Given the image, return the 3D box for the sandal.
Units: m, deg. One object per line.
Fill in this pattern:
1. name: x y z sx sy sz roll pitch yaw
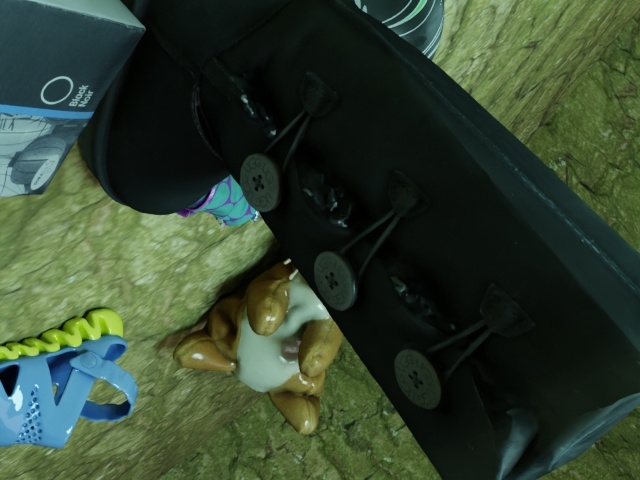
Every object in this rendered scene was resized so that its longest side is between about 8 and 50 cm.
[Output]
1. sandal: -0.341 0.191 0.830 0.317 0.138 0.126 -25 159 -47

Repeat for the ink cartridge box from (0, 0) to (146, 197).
1. ink cartridge box: -0.256 -0.091 0.368 0.165 0.065 0.333 -48 164 24

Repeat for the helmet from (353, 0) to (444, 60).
1. helmet: 0.030 -0.204 0.617 0.162 0.169 0.169 -24 159 -28

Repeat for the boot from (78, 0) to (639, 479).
1. boot: 0.000 -0.001 0.537 0.146 0.445 0.367 -34 164 -32

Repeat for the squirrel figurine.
1. squirrel figurine: -0.016 0.087 1.285 0.370 0.281 0.397 -59 175 20

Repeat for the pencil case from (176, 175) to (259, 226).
1. pencil case: -0.126 -0.054 0.831 0.070 0.065 0.152 -68 164 0
